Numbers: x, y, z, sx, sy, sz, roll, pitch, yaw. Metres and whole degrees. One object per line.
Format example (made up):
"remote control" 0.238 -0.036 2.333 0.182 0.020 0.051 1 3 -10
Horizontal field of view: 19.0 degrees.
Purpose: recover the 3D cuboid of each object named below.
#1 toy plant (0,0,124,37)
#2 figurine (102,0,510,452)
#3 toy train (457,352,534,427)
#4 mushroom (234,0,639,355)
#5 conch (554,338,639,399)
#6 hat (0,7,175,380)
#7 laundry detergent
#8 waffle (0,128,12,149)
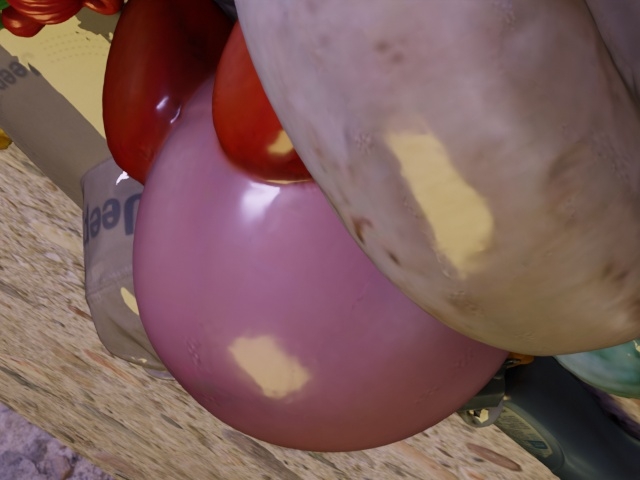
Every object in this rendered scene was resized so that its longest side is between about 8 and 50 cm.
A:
"toy plant" -0.228 -0.176 1.127 0.240 0.088 0.154 28 163 -4
"figurine" -0.008 0.000 1.031 0.261 0.211 0.270 39 163 -27
"toy train" 0.051 0.071 1.309 0.089 0.127 0.219 -2 173 -40
"mushroom" 0.095 -0.090 0.651 0.243 0.243 0.243 28 164 9
"conch" 0.140 -0.010 0.904 0.176 0.122 0.188 34 163 24
"hat" -0.140 -0.023 1.239 0.245 0.149 0.214 29 145 -24
"laundry detergent" 0.174 0.137 1.390 0.097 0.061 0.206 6 151 49
"waffle" -0.336 -0.160 1.418 0.312 0.060 0.307 40 160 -29
